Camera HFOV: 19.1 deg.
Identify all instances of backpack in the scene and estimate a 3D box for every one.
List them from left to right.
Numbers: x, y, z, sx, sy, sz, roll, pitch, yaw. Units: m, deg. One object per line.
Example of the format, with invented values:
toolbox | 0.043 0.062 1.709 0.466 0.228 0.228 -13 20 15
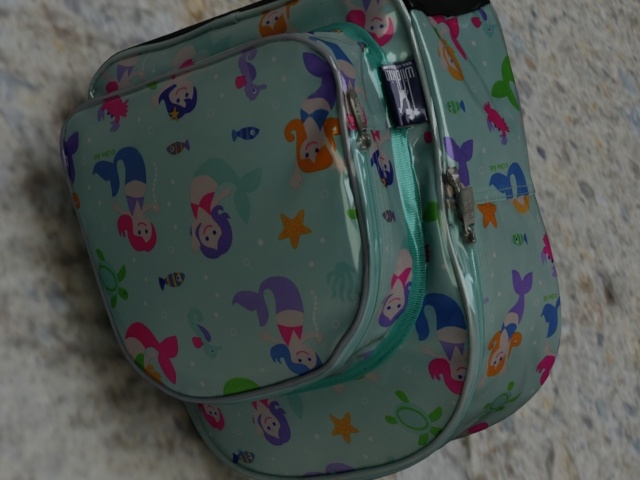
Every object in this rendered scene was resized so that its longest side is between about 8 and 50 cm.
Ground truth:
backpack | 0.000 0.000 0.984 0.191 0.225 0.253 -24 99 -54
